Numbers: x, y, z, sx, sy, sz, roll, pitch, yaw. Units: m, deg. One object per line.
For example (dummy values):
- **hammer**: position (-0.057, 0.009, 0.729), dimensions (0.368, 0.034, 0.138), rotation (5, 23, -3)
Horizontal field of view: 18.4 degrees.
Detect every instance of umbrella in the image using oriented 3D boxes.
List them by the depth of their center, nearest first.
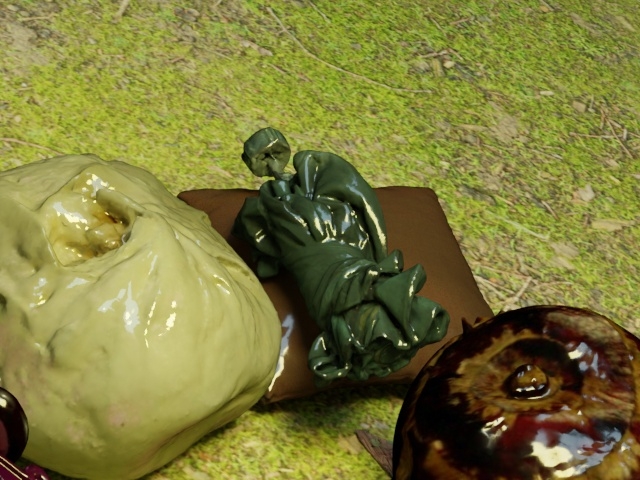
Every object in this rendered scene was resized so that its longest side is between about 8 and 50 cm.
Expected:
- **umbrella**: position (-0.003, 0.000, 1.922), dimensions (0.143, 0.094, 0.349), rotation (-28, 47, -2)

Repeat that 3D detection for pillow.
- **pillow**: position (0.032, 0.048, 2.055), dimensions (0.308, 0.108, 0.305), rotation (0, 42, -24)

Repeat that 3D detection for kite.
- **kite**: position (0.099, 0.209, 1.949), dimensions (0.139, 0.011, 0.156), rotation (22, 33, -2)

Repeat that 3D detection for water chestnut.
- **water chestnut**: position (0.203, 0.215, 1.807), dimensions (0.300, 0.300, 0.300), rotation (15, 33, -10)

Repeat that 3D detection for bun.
- **bun**: position (-0.200, 0.053, 1.817), dimensions (0.361, 0.213, 0.361), rotation (14, 35, -10)

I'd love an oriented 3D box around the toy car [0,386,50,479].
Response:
- **toy car**: position (-0.381, 0.209, 1.481), dimensions (0.341, 0.240, 0.271), rotation (39, 22, -7)
